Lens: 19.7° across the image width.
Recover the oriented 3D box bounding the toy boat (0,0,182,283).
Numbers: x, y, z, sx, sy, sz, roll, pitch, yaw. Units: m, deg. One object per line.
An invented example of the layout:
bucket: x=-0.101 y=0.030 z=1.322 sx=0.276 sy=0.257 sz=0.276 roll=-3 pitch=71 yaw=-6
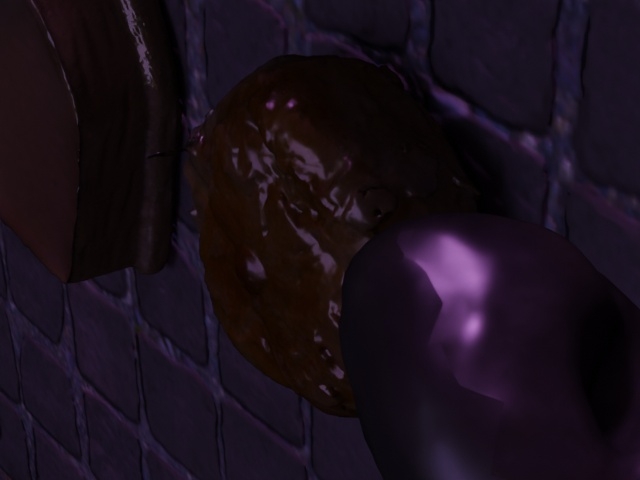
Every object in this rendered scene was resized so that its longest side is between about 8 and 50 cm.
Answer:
toy boat: x=-0.125 y=-0.071 z=0.919 sx=0.116 sy=0.061 sz=0.188 roll=44 pitch=143 yaw=36

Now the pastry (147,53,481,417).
pastry: x=0.005 y=-0.001 z=0.737 sx=0.153 sy=0.081 sz=0.153 roll=25 pitch=127 yaw=38

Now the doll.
doll: x=0.214 y=0.063 z=0.364 sx=0.382 sy=0.252 sz=0.379 roll=44 pitch=112 yaw=30
